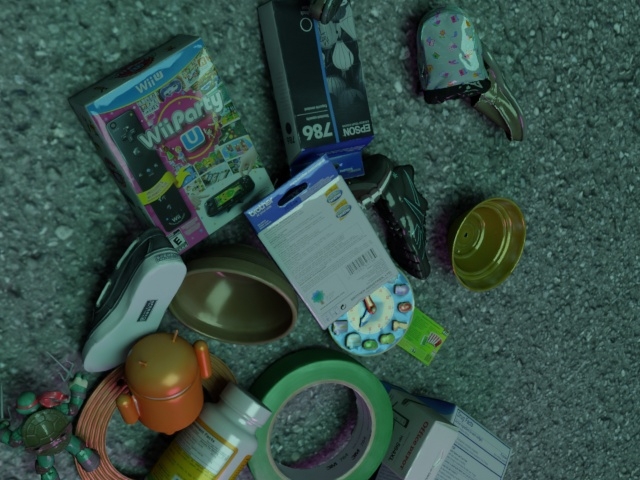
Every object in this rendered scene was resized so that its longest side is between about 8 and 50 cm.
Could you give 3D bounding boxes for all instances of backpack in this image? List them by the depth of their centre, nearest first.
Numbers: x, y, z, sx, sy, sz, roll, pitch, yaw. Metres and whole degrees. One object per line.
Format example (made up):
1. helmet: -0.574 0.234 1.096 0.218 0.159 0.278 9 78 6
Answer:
1. backpack: 0.256 -0.368 1.593 0.152 0.115 0.182 -12 106 5

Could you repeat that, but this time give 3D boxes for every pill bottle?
1. pill bottle: -0.203 0.391 1.519 0.246 0.136 0.136 -53 126 -7

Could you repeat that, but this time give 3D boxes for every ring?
1. ring: -0.304 0.352 1.544 0.336 0.032 0.337 -11 111 -31

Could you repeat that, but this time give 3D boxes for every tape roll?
1. tape roll: -0.009 0.386 1.683 0.321 0.077 0.321 -5 104 -21

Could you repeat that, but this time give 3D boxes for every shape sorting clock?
1. shape sorting clock: 0.106 0.142 1.704 0.206 0.040 0.206 -3 98 -18

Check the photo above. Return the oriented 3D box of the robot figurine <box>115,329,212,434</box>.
1. robot figurine: -0.268 0.245 1.411 0.158 0.128 0.219 -3 138 -6

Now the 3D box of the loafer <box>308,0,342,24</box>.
1. loafer: 0.026 -0.492 1.409 0.084 0.096 0.267 23 70 2

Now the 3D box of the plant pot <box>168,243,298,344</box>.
1. plant pot: -0.152 0.082 1.470 0.237 0.237 0.110 42 41 -36

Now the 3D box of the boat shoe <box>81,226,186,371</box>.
1. boat shoe: -0.331 0.102 1.380 0.108 0.102 0.301 1 135 -43

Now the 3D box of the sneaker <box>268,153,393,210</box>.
1. sneaker: 0.006 -0.105 1.546 0.281 0.106 0.162 -44 121 -12

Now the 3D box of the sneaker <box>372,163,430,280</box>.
1. sneaker: 0.189 -0.035 1.692 0.106 0.101 0.267 -37 123 -20

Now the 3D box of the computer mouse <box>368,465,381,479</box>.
1. computer mouse: 0.202 0.595 1.942 0.184 0.060 0.262 -45 125 -11

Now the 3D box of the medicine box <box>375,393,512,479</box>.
1. medicine box: 0.279 0.546 1.879 0.263 0.149 0.289 40 65 -36

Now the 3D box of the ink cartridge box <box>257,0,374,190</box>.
1. ink cartridge box: 0.001 -0.266 1.460 0.165 0.065 0.333 -16 100 -29

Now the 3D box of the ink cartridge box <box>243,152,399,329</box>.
1. ink cartridge box: 0.000 0.000 1.496 0.186 0.065 0.311 -36 125 -5

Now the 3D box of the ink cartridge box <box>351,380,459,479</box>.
1. ink cartridge box: 0.182 0.420 1.780 0.086 0.203 0.148 28 89 -36

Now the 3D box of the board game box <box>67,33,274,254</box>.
1. board game box: -0.243 -0.157 1.368 0.224 0.097 0.303 -36 122 -18

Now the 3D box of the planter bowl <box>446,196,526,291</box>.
1. planter bowl: 0.349 -0.002 1.813 0.217 0.090 0.217 -12 113 -29

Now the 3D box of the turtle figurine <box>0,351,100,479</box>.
1. turtle figurine: -0.462 0.311 1.360 0.175 0.118 0.234 -20 119 -8

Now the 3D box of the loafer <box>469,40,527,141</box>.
1. loafer: 0.357 -0.305 1.727 0.087 0.094 0.251 -32 115 8

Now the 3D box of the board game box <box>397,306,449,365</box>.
1. board game box: 0.201 0.199 1.814 0.181 0.043 0.092 37 85 -36
